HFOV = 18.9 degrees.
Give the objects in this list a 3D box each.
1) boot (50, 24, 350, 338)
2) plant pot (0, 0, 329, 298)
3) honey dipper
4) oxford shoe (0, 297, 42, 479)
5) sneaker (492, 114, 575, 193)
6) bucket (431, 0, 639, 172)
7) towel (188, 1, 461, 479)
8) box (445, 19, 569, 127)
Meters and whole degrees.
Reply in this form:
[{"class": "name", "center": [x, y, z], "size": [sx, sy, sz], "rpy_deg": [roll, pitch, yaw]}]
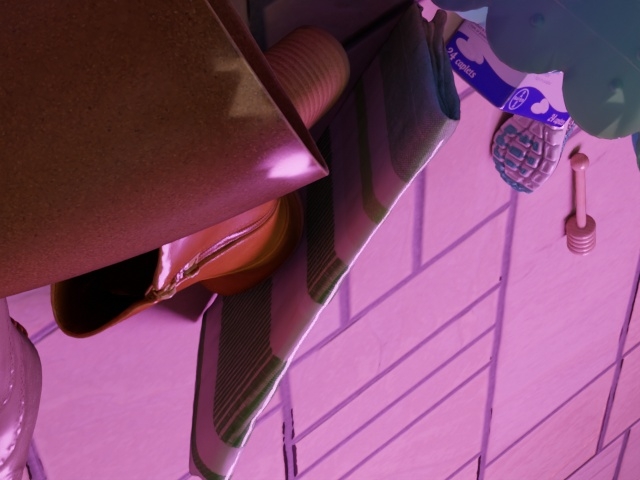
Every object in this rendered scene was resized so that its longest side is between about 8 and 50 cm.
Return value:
[{"class": "boot", "center": [-0.096, -0.003, 1.224], "size": [0.211, 0.104, 0.295], "rpy_deg": [-43, 170, -34]}, {"class": "plant pot", "center": [-0.163, -0.067, 0.981], "size": [0.254, 0.237, 0.237], "rpy_deg": [-33, 155, 3]}, {"class": "honey dipper", "center": [0.254, -0.036, 1.868], "size": [0.030, 0.030, 0.160], "rpy_deg": [-38, 153, -14]}, {"class": "oxford shoe", "center": [-0.240, 0.073, 1.218], "size": [0.348, 0.123, 0.130], "rpy_deg": [104, 13, -46]}, {"class": "sneaker", "center": [0.203, -0.109, 1.644], "size": [0.076, 0.065, 0.166], "rpy_deg": [-28, 152, -41]}, {"class": "bucket", "center": [0.199, -0.163, 1.206], "size": [0.183, 0.281, 0.281], "rpy_deg": [-50, 155, 8]}, {"class": "towel", "center": [0.000, 0.000, 1.359], "size": [0.325, 0.038, 0.248], "rpy_deg": [-56, -166, 21]}, {"class": "box", "center": [0.183, -0.167, 1.506], "size": [0.137, 0.072, 0.126], "rpy_deg": [-53, 155, 16]}]
